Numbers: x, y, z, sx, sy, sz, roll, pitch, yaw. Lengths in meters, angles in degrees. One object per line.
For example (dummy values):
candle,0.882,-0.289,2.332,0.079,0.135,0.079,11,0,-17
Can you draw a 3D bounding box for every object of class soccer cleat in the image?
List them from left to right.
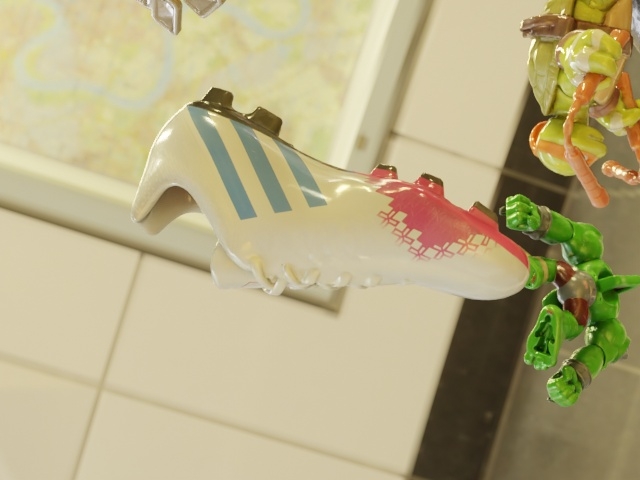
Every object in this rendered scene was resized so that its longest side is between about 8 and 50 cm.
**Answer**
soccer cleat,0.000,0.000,1.306,0.143,0.331,0.116,-60,-25,-14

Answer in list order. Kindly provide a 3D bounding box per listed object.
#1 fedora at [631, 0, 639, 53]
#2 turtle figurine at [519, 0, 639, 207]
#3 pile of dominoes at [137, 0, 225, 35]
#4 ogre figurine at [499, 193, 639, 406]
fedora,0.334,-0.180,1.245,0.334,0.334,0.153,-48,55,60
turtle figurine,0.168,-0.129,1.010,0.269,0.087,0.217,9,-85,-73
pile of dominoes,-0.167,-0.285,1.349,0.040,0.251,0.196,-49,11,-19
ogre figurine,0.240,0.055,1.592,0.097,0.118,0.197,-50,56,40
